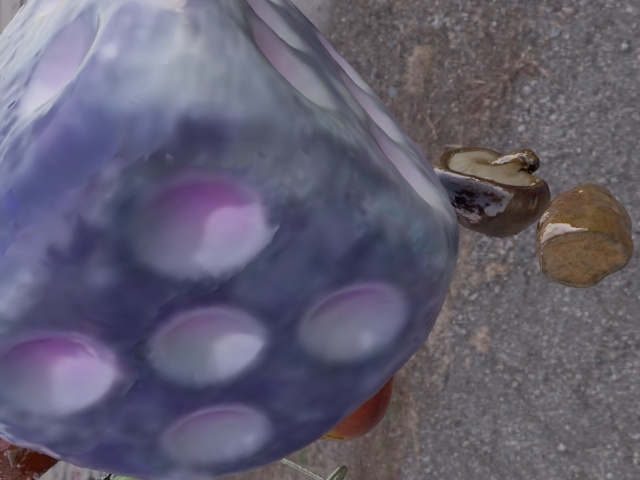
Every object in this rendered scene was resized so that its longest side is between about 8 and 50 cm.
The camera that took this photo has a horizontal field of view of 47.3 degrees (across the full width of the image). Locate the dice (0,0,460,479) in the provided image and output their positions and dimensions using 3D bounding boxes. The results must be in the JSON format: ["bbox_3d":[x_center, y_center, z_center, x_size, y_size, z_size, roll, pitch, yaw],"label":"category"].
[{"bbox_3d":[-0.092,-0.026,0.492,0.271,0.270,0.270,-41,39,17],"label":"dice"}]

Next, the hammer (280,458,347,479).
[{"bbox_3d":[-0.020,0.418,1.350,0.060,0.028,0.195,-52,25,-21],"label":"hammer"}]

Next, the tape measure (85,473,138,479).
[{"bbox_3d":[-0.320,0.394,1.053,0.106,0.175,0.200,60,140,9],"label":"tape measure"}]

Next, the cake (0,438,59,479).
[{"bbox_3d":[-0.450,0.209,1.056,0.283,0.176,0.151,56,164,33],"label":"cake"}]

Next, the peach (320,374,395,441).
[{"bbox_3d":[-0.004,0.216,1.274,0.238,0.280,0.281,-86,5,-69],"label":"peach"}]

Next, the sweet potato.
[{"bbox_3d":[0.281,-0.011,0.781,0.251,0.097,0.097,-28,-54,-66],"label":"sweet potato"}]

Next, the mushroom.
[{"bbox_3d":[0.293,-0.084,1.298,0.231,0.194,0.138,-110,9,-62],"label":"mushroom"}]
